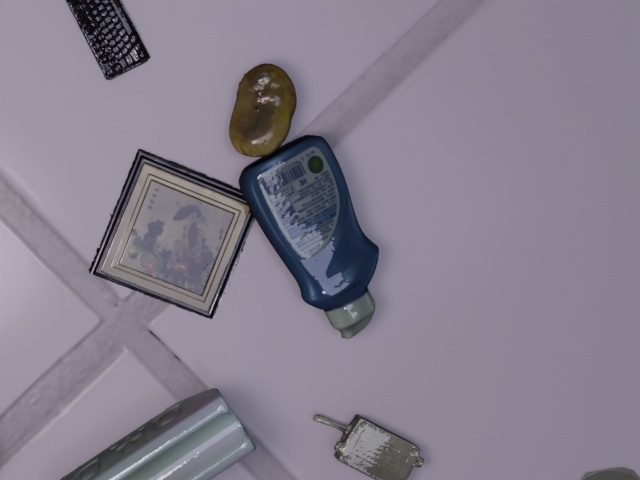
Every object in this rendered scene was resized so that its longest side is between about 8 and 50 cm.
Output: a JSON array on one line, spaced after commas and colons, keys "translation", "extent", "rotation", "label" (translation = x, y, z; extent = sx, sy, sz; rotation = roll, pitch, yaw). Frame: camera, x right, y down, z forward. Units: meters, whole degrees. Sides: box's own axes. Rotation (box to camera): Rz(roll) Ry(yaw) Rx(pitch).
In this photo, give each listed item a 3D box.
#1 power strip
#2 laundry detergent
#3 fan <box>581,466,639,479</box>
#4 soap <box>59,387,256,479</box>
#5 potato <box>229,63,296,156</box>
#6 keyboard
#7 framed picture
[{"translation": [0.065, 0.304, 1.826], "extent": [0.175, 0.042, 0.075], "rotation": [30, 87, -9], "label": "power strip"}, {"translation": [0.000, 0.000, 1.780], "extent": [0.143, 0.094, 0.290], "rotation": [-29, 101, -19], "label": "laundry detergent"}, {"translation": [0.390, 0.477, 1.913], "extent": [0.310, 0.010, 0.182], "rotation": [-28, 98, -9], "label": "fan"}, {"translation": [-0.241, 0.317, 1.700], "extent": [0.289, 0.173, 0.095], "rotation": [-33, 98, -8], "label": "soap"}, {"translation": [-0.082, -0.184, 1.756], "extent": [0.091, 0.070, 0.138], "rotation": [13, 85, 16], "label": "potato"}, {"translation": [-0.323, -0.343, 1.732], "extent": [0.072, 0.023, 0.231], "rotation": [-29, 97, -11], "label": "keyboard"}, {"translation": [-0.209, -0.008, 1.775], "extent": [0.199, 0.010, 0.195], "rotation": [22, 88, -11], "label": "framed picture"}]
